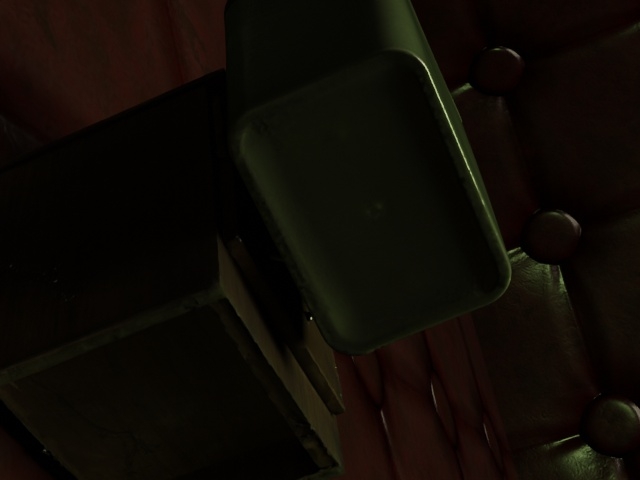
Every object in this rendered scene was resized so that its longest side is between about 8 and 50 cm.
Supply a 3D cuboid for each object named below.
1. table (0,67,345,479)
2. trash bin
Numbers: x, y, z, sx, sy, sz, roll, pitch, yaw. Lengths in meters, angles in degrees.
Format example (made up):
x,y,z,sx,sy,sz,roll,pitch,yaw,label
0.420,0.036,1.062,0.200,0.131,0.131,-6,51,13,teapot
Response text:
x,y,z,sx,sy,sz,roll,pitch,yaw,label
-0.089,0.041,0.635,0.193,0.173,0.169,-99,165,-51,table
0.021,-0.067,0.630,0.240,0.122,0.164,-94,160,-65,trash bin
